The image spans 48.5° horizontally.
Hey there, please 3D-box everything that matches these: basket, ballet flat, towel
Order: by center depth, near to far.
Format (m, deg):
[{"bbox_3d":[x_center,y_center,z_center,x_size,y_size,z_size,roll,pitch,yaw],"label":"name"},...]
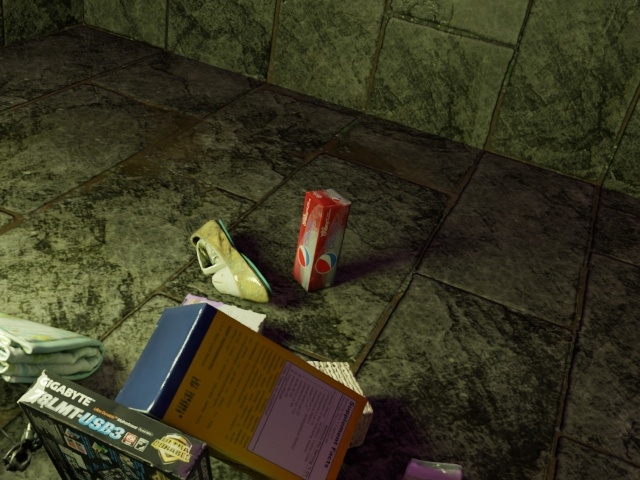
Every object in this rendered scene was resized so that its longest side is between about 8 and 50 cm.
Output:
[{"bbox_3d":[0.202,0.475,1.343,0.113,0.023,0.152,-2,25,25],"label":"towel"},{"bbox_3d":[-0.625,0.181,1.355,0.321,0.090,0.374,18,-8,7],"label":"towel"},{"bbox_3d":[0.026,0.340,1.461,0.103,0.113,0.167,2,32,-23],"label":"basket"},{"bbox_3d":[-0.241,0.069,1.829,0.123,0.123,0.348,-9,37,-30],"label":"ballet flat"}]

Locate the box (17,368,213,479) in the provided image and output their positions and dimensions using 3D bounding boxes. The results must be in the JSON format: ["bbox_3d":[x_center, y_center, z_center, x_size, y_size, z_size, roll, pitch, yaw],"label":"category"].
[{"bbox_3d":[-0.310,0.361,1.140,0.293,0.295,0.073,19,50,15],"label":"box"}]

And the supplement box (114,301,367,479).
[{"bbox_3d":[-0.133,0.279,1.222,0.357,0.195,0.194,35,66,-22],"label":"supplement box"}]

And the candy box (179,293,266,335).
[{"bbox_3d":[-0.241,0.214,1.615,0.196,0.070,0.165,15,31,7],"label":"candy box"}]

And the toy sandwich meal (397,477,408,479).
[{"bbox_3d":[0.132,0.473,1.324,0.086,0.029,0.085,-16,23,7],"label":"toy sandwich meal"}]

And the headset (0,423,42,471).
[{"bbox_3d":[-0.655,0.310,1.144,0.394,0.243,0.185,8,9,-9],"label":"headset"}]

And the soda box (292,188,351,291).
[{"bbox_3d":[0.000,0.000,1.852,0.092,0.263,0.083,-10,36,-31],"label":"soda box"}]
